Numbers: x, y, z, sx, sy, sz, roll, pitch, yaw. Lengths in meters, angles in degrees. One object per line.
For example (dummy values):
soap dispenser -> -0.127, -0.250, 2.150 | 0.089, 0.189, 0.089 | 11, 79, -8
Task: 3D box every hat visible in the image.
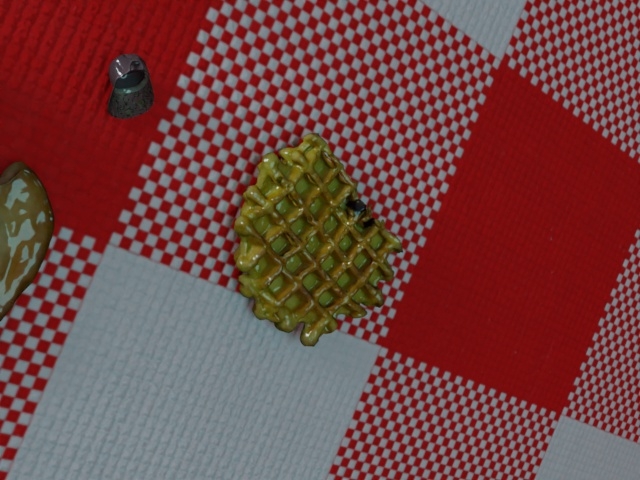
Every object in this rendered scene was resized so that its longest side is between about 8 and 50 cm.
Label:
hat -> -0.236, -0.190, 1.058 | 0.058, 0.042, 0.087 | -14, 144, -23

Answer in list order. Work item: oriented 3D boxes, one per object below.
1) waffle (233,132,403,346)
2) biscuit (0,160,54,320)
waffle -> -0.001, 0.000, 1.248 | 0.283, 0.065, 0.309 | -3, 107, -32
biscuit -> -0.423, 0.046, 0.980 | 0.299, 0.045, 0.154 | -35, 118, -23
